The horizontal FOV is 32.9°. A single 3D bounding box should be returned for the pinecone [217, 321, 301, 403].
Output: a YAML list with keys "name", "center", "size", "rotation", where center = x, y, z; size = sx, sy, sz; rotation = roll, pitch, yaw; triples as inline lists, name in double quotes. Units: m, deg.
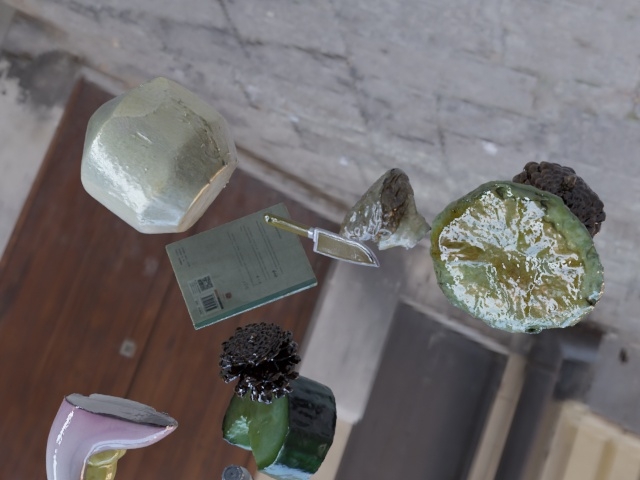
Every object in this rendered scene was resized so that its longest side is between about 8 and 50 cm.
- name: "pinecone"
  center: [-0.097, 0.200, 1.746]
  size: [0.140, 0.140, 0.121]
  rotation: [6, 131, 48]

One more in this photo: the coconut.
- name: "coconut"
  center: [-0.279, -0.150, 1.825]
  size: [0.247, 0.245, 0.245]
  rotation: [39, 169, 5]

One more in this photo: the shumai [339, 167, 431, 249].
- name: "shumai"
  center: [0.113, -0.036, 1.709]
  size: [0.116, 0.145, 0.145]
  rotation: [42, 167, -1]

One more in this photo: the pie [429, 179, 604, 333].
- name: "pie"
  center: [0.321, 0.029, 1.815]
  size: [0.306, 0.306, 0.071]
  rotation: [16, -149, 16]

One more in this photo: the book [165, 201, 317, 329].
- name: "book"
  center: [-0.172, 0.053, 2.347]
  size: [0.282, 0.215, 0.025]
  rotation: [-19, 158, -9]

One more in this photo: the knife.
- name: "knife"
  center: [0.001, 0.000, 1.964]
  size: [0.256, 0.046, 0.022]
  rotation: [20, -161, 29]

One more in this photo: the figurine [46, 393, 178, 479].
- name: "figurine"
  center: [-0.326, 0.426, 1.781]
  size: [0.206, 0.316, 0.284]
  rotation: [22, -175, 37]

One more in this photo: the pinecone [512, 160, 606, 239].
- name: "pinecone"
  center: [0.428, -0.050, 1.994]
  size: [0.168, 0.186, 0.212]
  rotation: [-25, 159, 6]

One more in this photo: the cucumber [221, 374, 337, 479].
- name: "cucumber"
  center: [-0.061, 0.314, 1.863]
  size: [0.130, 0.191, 0.191]
  rotation: [21, 169, -35]

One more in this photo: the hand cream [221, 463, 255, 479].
- name: "hand cream"
  center: [-0.106, 0.378, 1.588]
  size: [0.042, 0.067, 0.194]
  rotation: [10, 150, 17]
